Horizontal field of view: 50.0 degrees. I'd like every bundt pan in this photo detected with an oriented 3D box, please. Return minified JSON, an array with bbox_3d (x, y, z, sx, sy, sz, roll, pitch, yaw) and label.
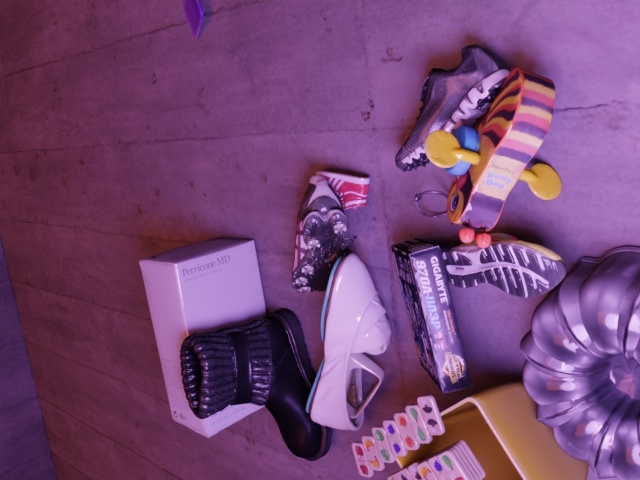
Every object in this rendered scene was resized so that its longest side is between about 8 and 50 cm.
[{"bbox_3d":[0.402,0.180,0.890,0.331,0.124,0.330,20,119,42],"label":"bundt pan"}]

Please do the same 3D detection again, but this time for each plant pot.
[{"bbox_3d":[0.271,0.326,1.033,0.212,0.187,0.212,58,137,14],"label":"plant pot"}]

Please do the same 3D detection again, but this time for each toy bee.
[{"bbox_3d":[0.237,-0.076,0.952,0.298,0.195,0.162,87,-175,-49],"label":"toy bee"}]

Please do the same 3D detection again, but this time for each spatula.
[{"bbox_3d":[-0.212,-0.520,1.366,0.296,0.030,0.084,-35,76,48],"label":"spatula"}]

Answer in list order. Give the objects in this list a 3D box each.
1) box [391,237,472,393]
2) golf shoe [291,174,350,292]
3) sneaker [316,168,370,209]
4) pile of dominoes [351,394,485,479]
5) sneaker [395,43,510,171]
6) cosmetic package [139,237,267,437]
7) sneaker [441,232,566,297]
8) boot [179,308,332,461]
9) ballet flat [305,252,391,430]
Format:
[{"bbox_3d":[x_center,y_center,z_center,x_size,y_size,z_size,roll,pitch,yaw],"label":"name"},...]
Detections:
[{"bbox_3d":[0.173,0.112,1.092,0.175,0.051,0.220,-128,23,-86],"label":"box"},{"bbox_3d":[0.000,0.000,1.278,0.272,0.105,0.120,104,161,-52],"label":"golf shoe"},{"bbox_3d":[0.037,-0.092,1.243,0.118,0.042,0.067,17,113,40],"label":"sneaker"},{"bbox_3d":[0.135,0.360,1.020,0.196,0.040,0.251,57,136,15],"label":"pile of dominoes"},{"bbox_3d":[0.183,-0.199,1.027,0.234,0.078,0.106,-44,68,42],"label":"sneaker"},{"bbox_3d":[-0.239,0.200,1.518,0.156,0.217,0.384,6,110,46],"label":"cosmetic package"},{"bbox_3d":[0.270,0.022,0.990,0.208,0.094,0.081,7,122,55],"label":"sneaker"},{"bbox_3d":[-0.135,0.328,1.413,0.131,0.260,0.347,-20,89,48],"label":"boot"},{"bbox_3d":[0.066,0.202,1.274,0.139,0.139,0.400,35,131,34],"label":"ballet flat"}]
